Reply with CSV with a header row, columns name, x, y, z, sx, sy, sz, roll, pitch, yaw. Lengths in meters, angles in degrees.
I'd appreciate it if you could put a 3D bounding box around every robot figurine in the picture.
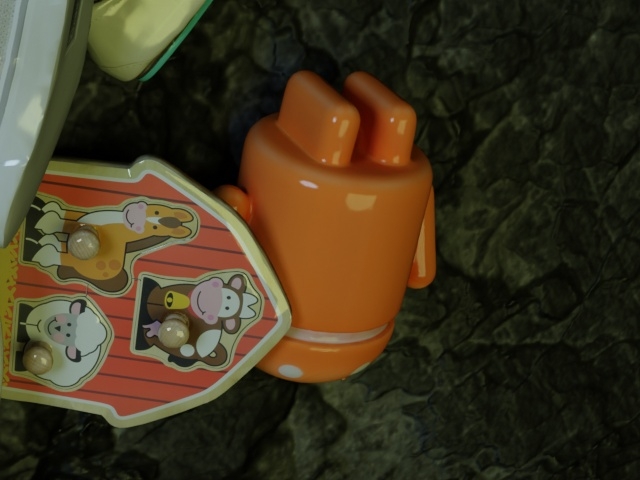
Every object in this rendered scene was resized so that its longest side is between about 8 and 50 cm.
name,x,y,z,sx,sy,sz,roll,pitch,yaw
robot figurine,0.002,0.000,1.015,0.158,0.128,0.219,-38,146,-60

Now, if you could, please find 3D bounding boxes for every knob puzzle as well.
name,x,y,z,sx,sy,sz,roll,pitch,yaw
knob puzzle,-0.114,0.039,0.949,0.213,0.030,0.213,0,116,1

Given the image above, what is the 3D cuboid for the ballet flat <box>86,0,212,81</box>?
name,x,y,z,sx,sy,sz,roll,pitch,yaw
ballet flat,-0.054,-0.200,0.885,0.248,0.086,0.086,-48,135,0

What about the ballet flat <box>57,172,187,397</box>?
name,x,y,z,sx,sy,sz,roll,pitch,yaw
ballet flat,-0.131,0.030,0.988,0.052,0.057,0.168,18,105,-19

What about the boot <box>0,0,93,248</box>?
name,x,y,z,sx,sy,sz,roll,pitch,yaw
boot,-0.192,-0.121,0.824,0.123,0.095,0.258,19,122,-1

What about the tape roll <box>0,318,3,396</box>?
name,x,y,z,sx,sy,sz,roll,pitch,yaw
tape roll,-0.340,0.121,0.807,0.392,0.072,0.392,-35,140,-35
